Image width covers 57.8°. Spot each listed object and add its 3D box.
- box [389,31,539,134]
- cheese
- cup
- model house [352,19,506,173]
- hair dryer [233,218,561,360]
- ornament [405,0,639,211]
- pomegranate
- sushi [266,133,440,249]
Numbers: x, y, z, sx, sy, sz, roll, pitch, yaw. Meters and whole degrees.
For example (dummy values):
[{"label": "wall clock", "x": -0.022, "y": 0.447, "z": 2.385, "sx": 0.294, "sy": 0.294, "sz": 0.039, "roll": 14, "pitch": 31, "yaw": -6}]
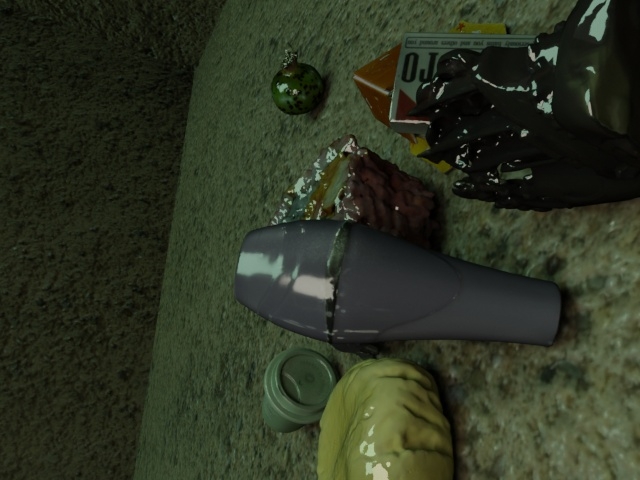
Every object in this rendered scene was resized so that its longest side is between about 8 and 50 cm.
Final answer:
[{"label": "box", "x": 0.173, "y": -0.172, "z": 0.642, "sx": 0.036, "sy": 0.177, "sz": 0.115, "roll": 30, "pitch": -111, "yaw": -69}, {"label": "cheese", "x": 0.062, "y": 0.248, "z": 0.680, "sx": 0.226, "sy": 0.117, "sz": 0.214, "roll": 124, "pitch": 157, "yaw": -44}, {"label": "cup", "x": -0.042, "y": 0.246, "z": 0.913, "sx": 0.141, "sy": 0.120, "sz": 0.120, "roll": 118, "pitch": 155, "yaw": -47}, {"label": "model house", "x": 0.125, "y": -0.222, "z": 0.792, "sx": 0.207, "sy": 0.135, "sz": 0.219, "roll": -68, "pitch": 25, "yaw": 19}, {"label": "hair dryer", "x": 0.073, "y": 0.089, "z": 0.673, "sx": 0.361, "sy": 0.301, "sz": 0.121, "roll": 87, "pitch": -167, "yaw": -70}, {"label": "ornament", "x": 0.180, "y": -0.083, "z": 0.469, "sx": 0.260, "sy": 0.251, "sz": 0.106, "roll": -4, "pitch": 73, "yaw": 57}, {"label": "pomegranate", "x": -0.055, "y": -0.347, "z": 1.260, "sx": 0.122, "sy": 0.122, "sz": 0.161, "roll": -102, "pitch": -4, "yaw": -47}, {"label": "sushi", "x": 0.037, "y": -0.008, "z": 0.819, "sx": 0.270, "sy": 0.170, "sz": 0.237, "roll": -51, "pitch": 33, "yaw": 38}]
